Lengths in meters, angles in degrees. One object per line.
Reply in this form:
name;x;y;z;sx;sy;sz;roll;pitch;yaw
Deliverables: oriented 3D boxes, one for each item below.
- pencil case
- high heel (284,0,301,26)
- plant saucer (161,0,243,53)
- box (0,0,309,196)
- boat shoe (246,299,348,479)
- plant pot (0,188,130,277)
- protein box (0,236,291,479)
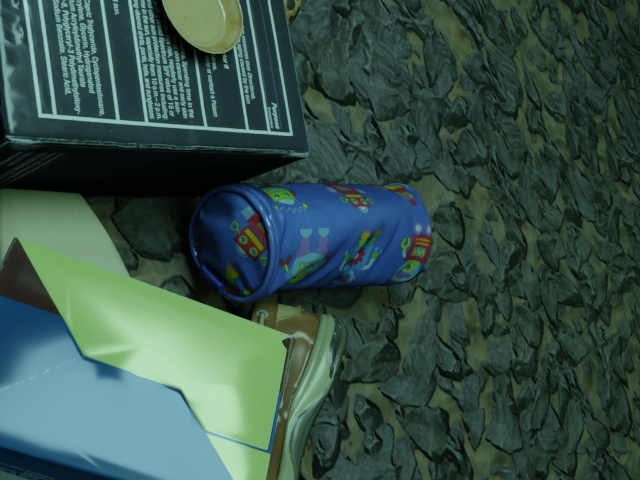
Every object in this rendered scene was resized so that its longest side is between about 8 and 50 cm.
pencil case;0.000;0.000;0.881;0.119;0.133;0.306;41;27;31
high heel;-0.096;-0.370;0.922;0.261;0.093;0.186;50;41;-34
plant saucer;-0.100;-0.190;0.660;0.083;0.015;0.083;17;66;-43
box;-0.190;-0.195;0.710;0.294;0.182;0.296;-3;81;-45
boat shoe;-0.077;0.196;0.766;0.119;0.122;0.324;24;53;-3
plant pot;-0.234;0.017;0.661;0.109;0.109;0.096;1;65;-45
protein box;-0.157;0.135;0.571;0.199;0.201;0.136;22;50;-14
